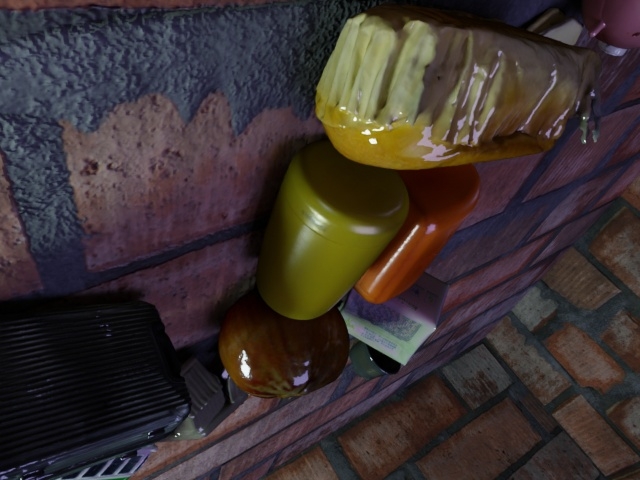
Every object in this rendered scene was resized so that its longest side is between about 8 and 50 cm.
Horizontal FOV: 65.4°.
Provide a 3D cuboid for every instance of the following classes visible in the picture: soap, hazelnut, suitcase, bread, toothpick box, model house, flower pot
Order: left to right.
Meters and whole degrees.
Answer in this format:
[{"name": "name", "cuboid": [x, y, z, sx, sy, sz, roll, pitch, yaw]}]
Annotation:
[{"name": "suitcase", "cuboid": [-0.329, 0.188, 0.617, 0.312, 0.202, 0.128, -2, 147, -51]}, {"name": "model house", "cuboid": [-0.238, 0.290, 0.987, 0.229, 0.122, 0.188, -35, 144, -37]}, {"name": "hazelnut", "cuboid": [-0.057, 0.185, 0.924, 0.251, 0.217, 0.217, 9, 130, -39]}, {"name": "toothpick box", "cuboid": [0.000, 0.000, 0.752, 0.175, 0.175, 0.271, -16, 150, -36]}, {"name": "flower pot", "cuboid": [0.164, 0.367, 1.576, 0.107, 0.157, 0.157, -38, 157, 34]}, {"name": "soap", "cuboid": [0.154, 0.143, 1.105, 0.138, 0.199, 0.182, -54, 169, -39]}, {"name": "bread", "cuboid": [0.176, -0.185, 0.633, 0.388, 0.236, 0.183, -7, 125, -33]}]

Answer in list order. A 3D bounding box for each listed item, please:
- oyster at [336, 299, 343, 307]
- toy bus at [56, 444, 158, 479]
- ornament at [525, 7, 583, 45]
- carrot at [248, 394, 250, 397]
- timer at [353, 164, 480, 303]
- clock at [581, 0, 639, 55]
[{"name": "oyster", "cuboid": [0.007, 0.138, 1.134, 0.132, 0.029, 0.086, -17, 147, -32]}, {"name": "toy bus", "cuboid": [-0.419, 0.340, 0.811, 0.179, 0.143, 0.305, -40, 153, -1]}, {"name": "ornament", "cuboid": [0.332, -0.289, 0.829, 0.180, 0.059, 0.201, -6, 137, -47]}, {"name": "carrot", "cuboid": [-0.170, 0.367, 1.283, 0.142, 0.035, 0.035, -45, 153, -1]}, {"name": "timer", "cuboid": [0.170, -0.027, 0.941, 0.250, 0.161, 0.257, -16, 146, -43]}, {"name": "clock", "cuboid": [0.512, -0.397, 0.748, 0.227, 0.142, 0.241, -17, 140, -35]}]
